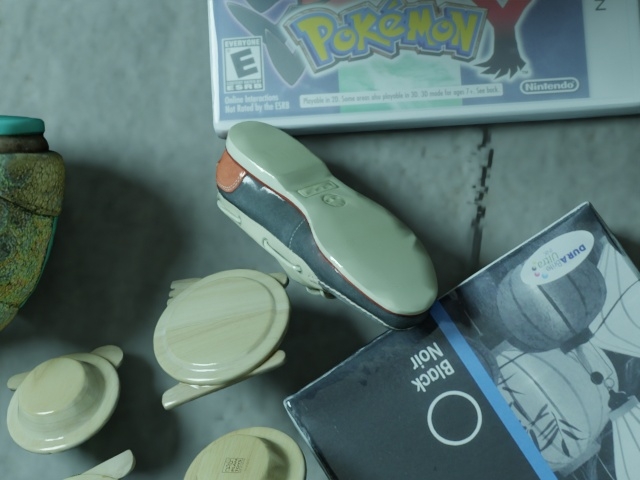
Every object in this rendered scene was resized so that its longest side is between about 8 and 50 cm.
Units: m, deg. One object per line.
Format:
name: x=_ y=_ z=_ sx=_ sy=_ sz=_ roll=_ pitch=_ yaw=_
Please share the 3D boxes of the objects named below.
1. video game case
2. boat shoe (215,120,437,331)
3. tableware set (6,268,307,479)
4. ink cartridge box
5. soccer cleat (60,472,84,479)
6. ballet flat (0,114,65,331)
video game case: x=0.046 y=-0.143 z=0.931 sx=0.201 sy=0.023 sz=0.183 roll=-4 pitch=80 yaw=3
boat shoe: x=0.000 y=0.000 z=0.876 sx=0.049 sy=0.043 sz=0.137 roll=-14 pitch=44 yaw=-40
tableware set: x=-0.073 y=0.084 z=0.854 sx=0.141 sy=0.020 sz=0.169 roll=-18 pitch=45 yaw=8
ink cartridge box: x=0.140 y=0.164 z=0.852 sx=0.165 sy=0.065 sz=0.333 roll=-34 pitch=81 yaw=-4
soccer cleat: x=-0.130 y=0.135 z=0.879 sx=0.179 sy=0.060 sz=0.072 roll=11 pitch=70 yaw=-1
ballet flat: x=-0.289 y=-0.022 z=0.889 sx=0.348 sy=0.123 sz=0.123 roll=9 pitch=81 yaw=5
